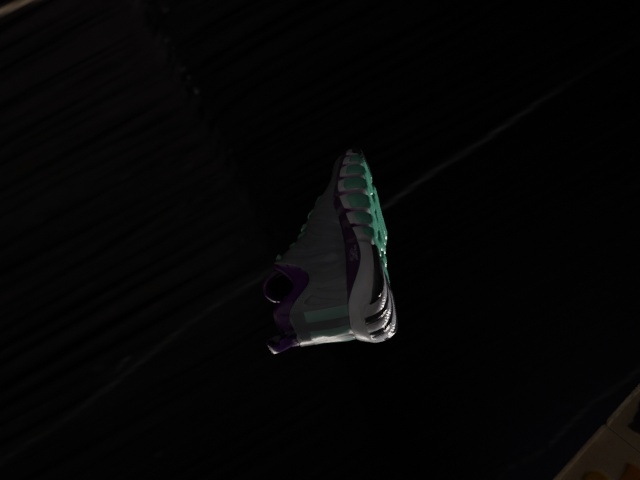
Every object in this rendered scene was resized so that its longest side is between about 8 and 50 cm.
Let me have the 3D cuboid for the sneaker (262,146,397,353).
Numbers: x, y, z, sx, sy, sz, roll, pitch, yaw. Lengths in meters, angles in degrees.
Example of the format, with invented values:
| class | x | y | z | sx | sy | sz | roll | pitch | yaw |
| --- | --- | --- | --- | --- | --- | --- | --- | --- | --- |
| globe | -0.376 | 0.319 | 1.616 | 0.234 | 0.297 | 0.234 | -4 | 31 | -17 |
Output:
| class | x | y | z | sx | sy | sz | roll | pitch | yaw |
| --- | --- | --- | --- | --- | --- | --- | --- | --- | --- |
| sneaker | 0.000 | 0.000 | 0.807 | 0.224 | 0.098 | 0.083 | -91 | 165 | -58 |

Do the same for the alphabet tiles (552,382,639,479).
| class | x | y | z | sx | sy | sz | roll | pitch | yaw |
| --- | --- | --- | --- | --- | --- | --- | --- | --- | --- |
| alphabet tiles | 0.195 | 0.138 | 0.426 | 0.198 | 0.237 | 0.009 | 39 | 12 | 2 |
